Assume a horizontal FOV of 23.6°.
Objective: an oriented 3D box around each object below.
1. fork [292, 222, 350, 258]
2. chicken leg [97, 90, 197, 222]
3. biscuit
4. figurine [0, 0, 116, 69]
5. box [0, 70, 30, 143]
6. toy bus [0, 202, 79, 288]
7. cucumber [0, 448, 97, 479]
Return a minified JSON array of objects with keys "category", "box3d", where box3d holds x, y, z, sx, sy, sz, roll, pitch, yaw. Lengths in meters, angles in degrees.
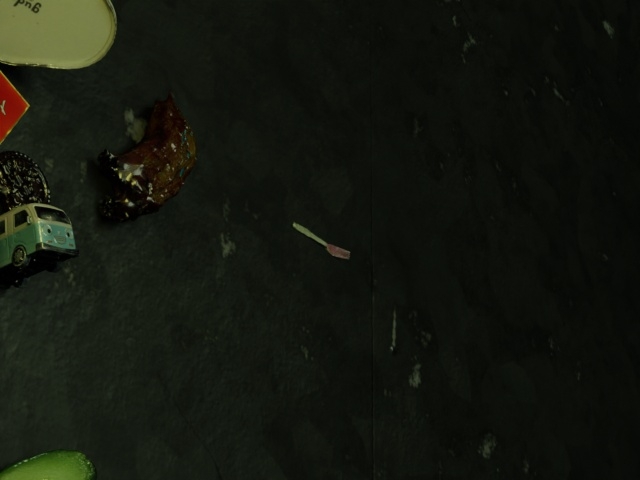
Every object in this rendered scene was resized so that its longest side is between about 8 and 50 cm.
[{"category":"fork","box3d":[-0.001,0.000,2.187,0.115,0.012,0.016,29,49,-37]},{"category":"chicken leg","box3d":[-0.211,-0.098,1.911,0.105,0.063,0.234,62,34,-20]},{"category":"biscuit","box3d":[-0.345,-0.059,1.743,0.089,0.027,0.087,32,50,-42]},{"category":"figurine","box3d":[-0.346,-0.313,1.786,0.250,0.166,0.141,40,21,-18]},{"category":"box","box3d":[-0.396,-0.173,1.731,0.133,0.023,0.090,53,41,-23]},{"category":"toy bus","box3d":[-0.324,0.003,1.664,0.060,0.123,0.075,13,62,-50]},{"category":"cucumber","box3d":[-0.315,0.298,1.576,0.244,0.115,0.063,-37,142,-50]}]
